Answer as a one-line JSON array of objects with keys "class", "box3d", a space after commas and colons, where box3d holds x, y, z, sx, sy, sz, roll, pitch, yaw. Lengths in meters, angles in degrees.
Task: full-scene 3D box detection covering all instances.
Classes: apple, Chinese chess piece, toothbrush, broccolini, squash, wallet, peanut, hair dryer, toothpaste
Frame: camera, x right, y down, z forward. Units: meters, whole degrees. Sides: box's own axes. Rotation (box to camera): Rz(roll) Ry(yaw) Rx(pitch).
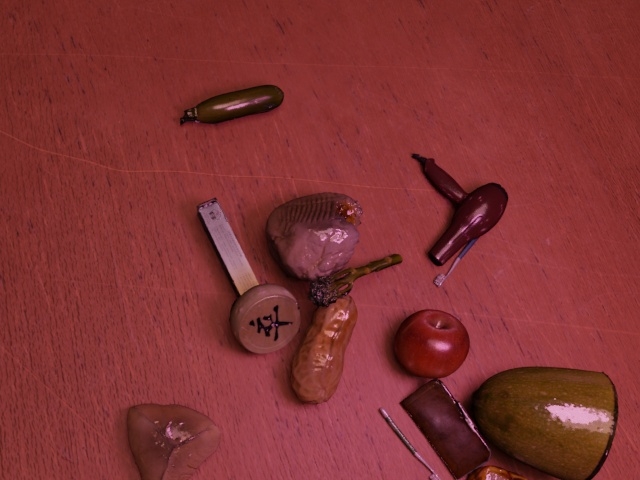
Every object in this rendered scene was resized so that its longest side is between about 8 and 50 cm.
[{"class": "apple", "box3d": [0.301, 0.286, 1.907, 0.201, 0.162, 0.201, 9, 27, -5]}, {"class": "Chinese chess piece", "box3d": [-0.142, 0.205, 1.826, 0.188, 0.188, 0.083, -19, 32, -20]}, {"class": "toothbrush", "box3d": [0.241, 0.551, 1.873, 0.024, 0.018, 0.257, -36, 82, -16]}, {"class": "broccolini", "box3d": [0.097, 0.102, 1.916, 0.392, 0.074, 0.078, -15, 104, -51]}, {"class": "squash", "box3d": [-0.259, -0.399, 2.078, 0.331, 0.087, 0.087, -17, 74, -17]}, {"class": "squash", "box3d": [0.561, 0.445, 1.842, 0.309, 0.310, 0.310, 19, 66, -3]}, {"class": "wallet", "box3d": [0.341, 0.501, 1.874, 0.137, 0.031, 0.255, -39, 79, 15]}, {"class": "peanut", "box3d": [0.014, 0.280, 1.850, 0.147, 0.147, 0.305, 23, 66, -4]}, {"class": "hair dryer", "box3d": [0.366, -0.125, 2.135, 0.312, 0.123, 0.340, -40, 72, -13]}, {"class": "toothpaste", "box3d": [-0.248, 0.038, 1.911, 0.071, 0.089, 0.313, -25, 78, -14]}, {"class": "toothbrush", "box3d": [0.426, 0.040, 2.113, 0.025, 0.019, 0.275, 39, 66, 11]}]

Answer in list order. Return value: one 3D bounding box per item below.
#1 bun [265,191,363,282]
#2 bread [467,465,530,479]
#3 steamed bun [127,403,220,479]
[{"class": "bun", "box3d": [-0.016, 0.002, 1.914, 0.281, 0.281, 0.204, -14, 114, -18]}, {"class": "bread", "box3d": [0.452, 0.701, 1.828, 0.181, 0.096, 0.222, 27, 65, -5]}, {"class": "steamed bun", "box3d": [-0.351, 0.483, 1.706, 0.212, 0.110, 0.231, -19, 78, -20]}]
